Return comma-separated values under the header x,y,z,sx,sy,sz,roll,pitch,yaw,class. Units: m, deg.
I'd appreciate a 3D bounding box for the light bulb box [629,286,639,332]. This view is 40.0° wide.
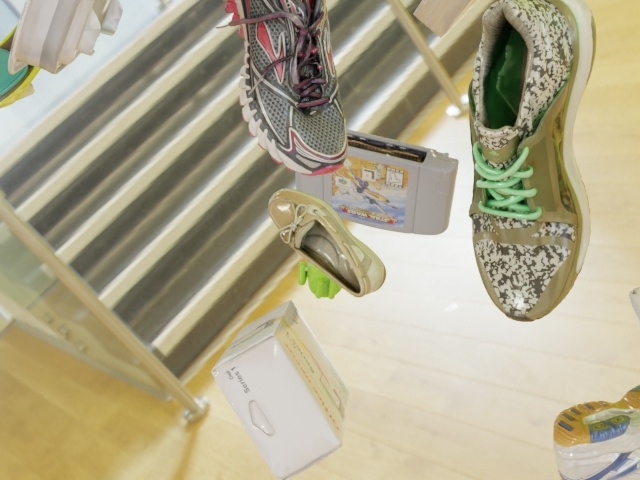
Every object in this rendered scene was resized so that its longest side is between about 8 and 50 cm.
x,y,z,sx,sy,sz,roll,pitch,yaw,class
0.387,0.227,0.546,0.225,0.361,0.358,-21,35,12,light bulb box

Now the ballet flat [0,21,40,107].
x,y,z,sx,sy,sz,roll,pitch,yaw,class
-0.385,-0.234,1.146,0.077,0.077,0.231,30,76,17,ballet flat

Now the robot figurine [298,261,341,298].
x,y,z,sx,sy,sz,roll,pitch,yaw,class
0.009,0.063,1.674,0.101,0.067,0.115,1,35,-5,robot figurine

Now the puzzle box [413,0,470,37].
x,y,z,sx,sy,sz,roll,pitch,yaw,class
0.270,-0.432,1.005,0.272,0.052,0.409,-48,-1,-25,puzzle box

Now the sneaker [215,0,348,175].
x,y,z,sx,sy,sz,roll,pitch,yaw,class
-0.035,-0.219,1.008,0.121,0.299,0.112,-18,0,-35,sneaker

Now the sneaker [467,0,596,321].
x,y,z,sx,sy,sz,roll,pitch,yaw,class
0.219,-0.100,1.037,0.158,0.410,0.182,4,10,36,sneaker

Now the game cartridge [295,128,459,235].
x,y,z,sx,sy,sz,roll,pitch,yaw,class
0.094,-0.104,1.588,0.297,0.198,0.062,14,48,13,game cartridge

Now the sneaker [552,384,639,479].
x,y,z,sx,sy,sz,roll,pitch,yaw,class
0.477,0.292,1.291,0.296,0.131,0.112,-10,17,-10,sneaker

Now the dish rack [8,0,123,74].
x,y,z,sx,sy,sz,roll,pitch,yaw,class
-0.226,-0.309,0.919,0.333,0.072,0.285,-110,44,-70,dish rack

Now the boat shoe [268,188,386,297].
x,y,z,sx,sy,sz,roll,pitch,yaw,class
-0.001,0.002,0.912,0.056,0.153,0.048,-54,-16,27,boat shoe

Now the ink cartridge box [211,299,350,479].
x,y,z,sx,sy,sz,roll,pitch,yaw,class
-0.054,0.230,1.411,0.117,0.201,0.278,-31,4,7,ink cartridge box
